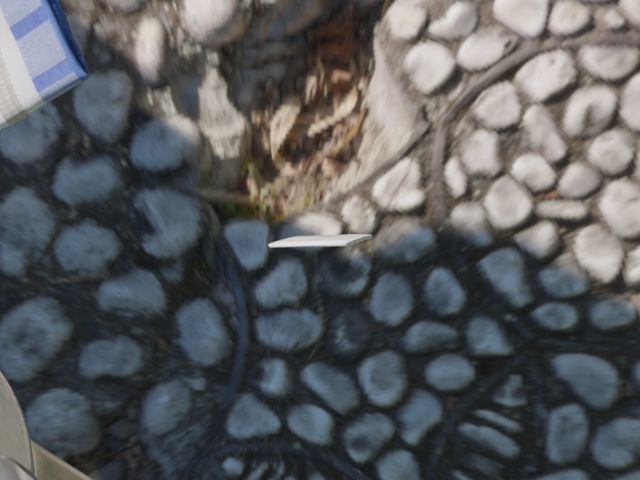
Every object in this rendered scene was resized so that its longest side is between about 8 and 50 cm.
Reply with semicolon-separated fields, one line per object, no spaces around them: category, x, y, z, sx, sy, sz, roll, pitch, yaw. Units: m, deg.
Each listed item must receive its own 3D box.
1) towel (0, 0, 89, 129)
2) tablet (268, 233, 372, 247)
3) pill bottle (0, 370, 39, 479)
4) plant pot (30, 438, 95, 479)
towel;-0.373;-0.194;1.659;0.285;0.034;0.209;-24;89;29
tablet;0.000;0.000;1.546;0.083;0.054;0.006;-1;97;28
pill bottle;-0.246;0.082;0.689;0.210;0.210;0.363;-47;44;-5
plant pot;-0.194;0.316;1.262;0.334;0.334;0.305;-48;115;-5
